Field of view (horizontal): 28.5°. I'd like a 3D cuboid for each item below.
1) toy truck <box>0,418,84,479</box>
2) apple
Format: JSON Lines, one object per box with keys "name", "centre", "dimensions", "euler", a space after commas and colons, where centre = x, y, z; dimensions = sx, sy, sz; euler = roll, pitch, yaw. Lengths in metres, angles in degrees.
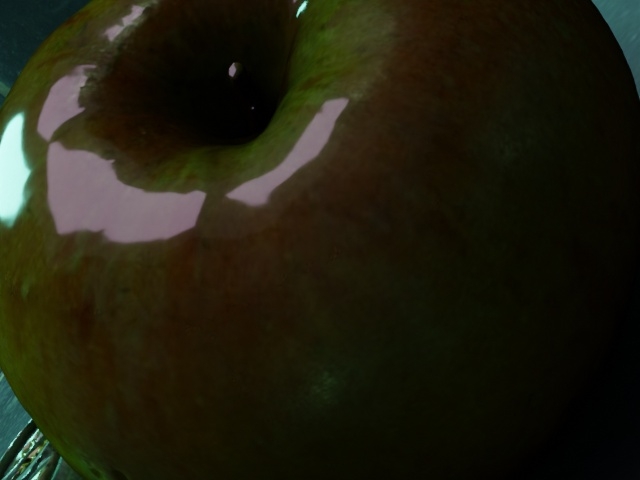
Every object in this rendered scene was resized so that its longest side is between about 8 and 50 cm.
{"name": "toy truck", "centre": [-0.101, 0.179, 0.463], "dimensions": [0.157, 0.124, 0.272], "euler": [-51, 15, 2]}
{"name": "apple", "centre": [0.000, 0.000, 0.448], "dimensions": [0.236, 0.207, 0.237], "euler": [-12, 54, 18]}
